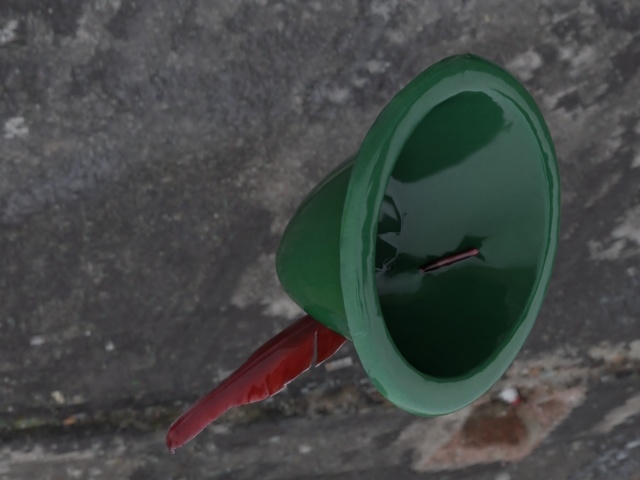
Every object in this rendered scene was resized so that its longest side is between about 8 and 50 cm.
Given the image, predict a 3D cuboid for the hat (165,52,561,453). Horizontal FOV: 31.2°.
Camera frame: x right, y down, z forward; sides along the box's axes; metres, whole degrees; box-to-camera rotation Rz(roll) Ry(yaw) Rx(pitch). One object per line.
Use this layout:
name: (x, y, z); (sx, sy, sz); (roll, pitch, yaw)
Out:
hat: (0.000, 0.000, 0.617); (0.184, 0.208, 0.173); (6, 136, 43)
